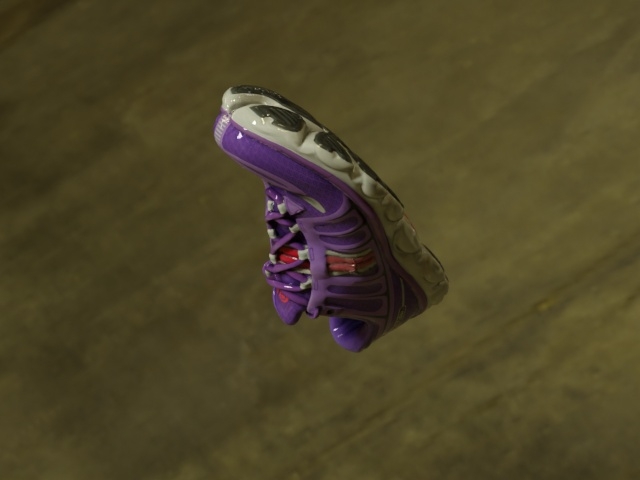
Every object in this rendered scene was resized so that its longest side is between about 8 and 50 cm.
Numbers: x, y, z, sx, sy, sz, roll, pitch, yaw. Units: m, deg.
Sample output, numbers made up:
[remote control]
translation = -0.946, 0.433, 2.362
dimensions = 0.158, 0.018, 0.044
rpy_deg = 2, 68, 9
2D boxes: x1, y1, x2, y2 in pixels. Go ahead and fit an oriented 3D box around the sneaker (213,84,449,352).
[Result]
[sneaker]
translation = 0.000, 0.000, 0.648
dimensions = 0.071, 0.170, 0.068
rpy_deg = -43, 47, -4
